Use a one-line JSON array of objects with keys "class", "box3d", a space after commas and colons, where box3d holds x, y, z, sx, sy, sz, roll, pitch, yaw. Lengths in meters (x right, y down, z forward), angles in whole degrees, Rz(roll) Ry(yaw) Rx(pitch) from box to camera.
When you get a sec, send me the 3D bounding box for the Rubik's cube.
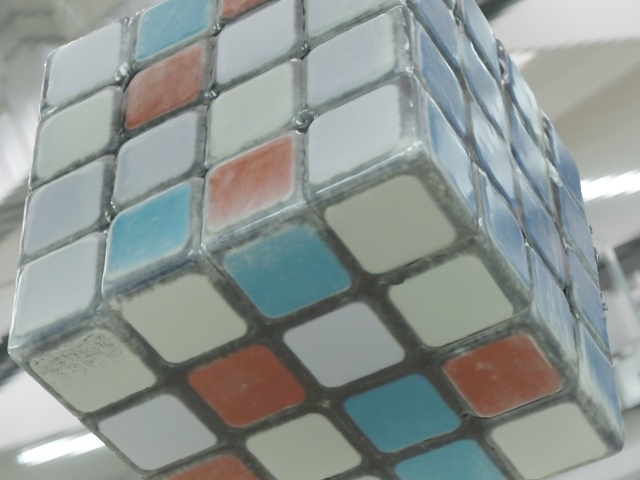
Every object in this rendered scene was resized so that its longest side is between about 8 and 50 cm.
[{"class": "Rubik's cube", "box3d": [0.001, 0.000, 1.006, 0.253, 0.259, 0.256, -24, -51, 18]}]
